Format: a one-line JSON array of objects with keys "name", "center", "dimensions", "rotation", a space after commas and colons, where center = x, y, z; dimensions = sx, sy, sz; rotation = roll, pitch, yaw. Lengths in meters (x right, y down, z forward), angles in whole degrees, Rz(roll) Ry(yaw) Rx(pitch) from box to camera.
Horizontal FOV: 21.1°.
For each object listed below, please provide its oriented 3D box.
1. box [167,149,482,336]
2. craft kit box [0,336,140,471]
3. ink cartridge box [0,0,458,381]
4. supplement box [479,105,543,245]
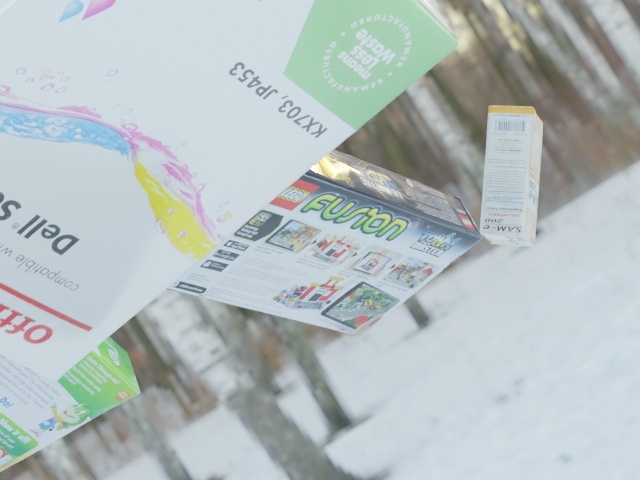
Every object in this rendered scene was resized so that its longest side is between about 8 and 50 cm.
[{"name": "box", "center": [0.000, 0.000, 1.059], "dimensions": [0.114, 0.036, 0.207], "rotation": [-40, -31, 22]}, {"name": "craft kit box", "center": [-0.324, 0.121, 1.504], "dimensions": [0.247, 0.061, 0.250], "rotation": [-27, -38, 8]}, {"name": "ink cartridge box", "center": [-0.136, -0.062, 0.841], "dimensions": [0.353, 0.119, 0.207], "rotation": [-40, -41, 15]}, {"name": "supplement box", "center": [0.145, -0.048, 1.296], "dimensions": [0.036, 0.098, 0.062], "rotation": [3, -6, 14]}]
